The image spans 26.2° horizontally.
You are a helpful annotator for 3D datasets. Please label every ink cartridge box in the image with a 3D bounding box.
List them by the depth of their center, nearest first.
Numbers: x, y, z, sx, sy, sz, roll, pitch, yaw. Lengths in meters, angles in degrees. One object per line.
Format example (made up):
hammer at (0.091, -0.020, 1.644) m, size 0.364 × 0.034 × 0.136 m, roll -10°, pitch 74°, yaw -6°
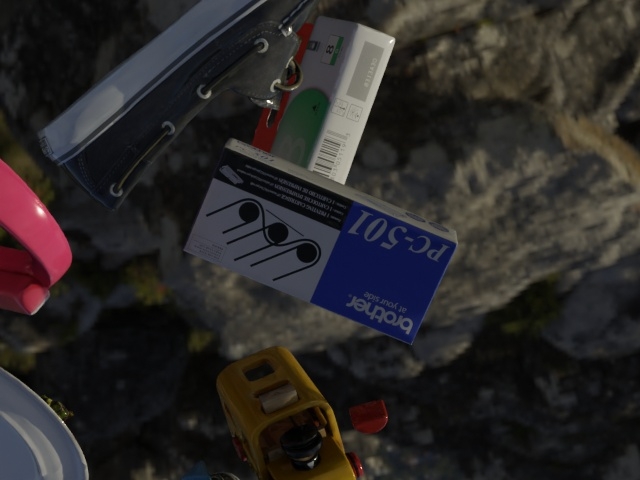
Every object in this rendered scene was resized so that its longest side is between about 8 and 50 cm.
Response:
ink cartridge box at (0.000, 0.000, 1.143) m, size 0.207 × 0.046 × 0.097 m, roll 23°, pitch 105°, yaw -3°
ink cartridge box at (-0.025, -0.142, 1.416) m, size 0.056 × 0.224 × 0.181 m, roll 17°, pitch 95°, yaw -32°

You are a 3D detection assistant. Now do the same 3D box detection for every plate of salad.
plate of salad at (-0.254, 0.128, 1.000) m, size 0.199 × 0.048 × 0.200 m, roll 15°, pitch 137°, yaw 15°

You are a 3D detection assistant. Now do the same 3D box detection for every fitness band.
fitness band at (-0.319, -0.033, 1.161) m, size 0.291 × 0.054 × 0.209 m, roll 6°, pitch 138°, yaw 52°

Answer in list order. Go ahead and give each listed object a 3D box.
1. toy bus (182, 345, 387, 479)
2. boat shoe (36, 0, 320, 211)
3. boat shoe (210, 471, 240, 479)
toy bus at (-0.033, 0.190, 1.372) m, size 0.202 × 0.191 × 0.104 m, roll 1°, pitch 124°, yaw 25°
boat shoe at (-0.052, -0.100, 0.779) m, size 0.228 × 0.080 × 0.076 m, roll -38°, pitch 100°, yaw -2°
boat shoe at (-0.124, 0.306, 1.493) m, size 0.077 × 0.219 × 0.070 m, roll -31°, pitch 109°, yaw 11°
